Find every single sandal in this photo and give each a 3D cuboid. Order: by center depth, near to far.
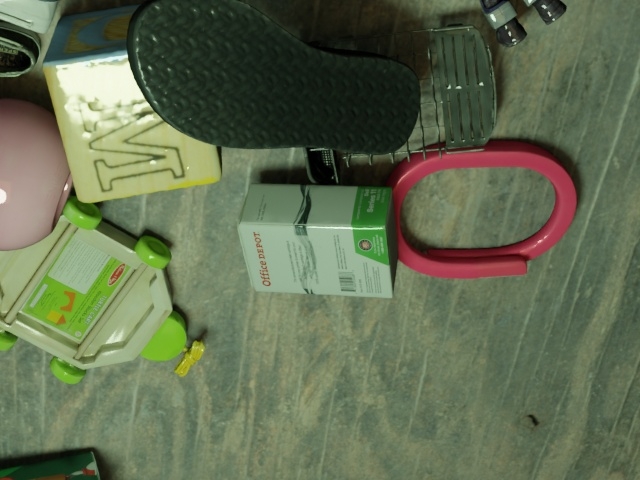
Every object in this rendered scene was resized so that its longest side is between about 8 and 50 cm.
[{"bbox_3d":[-0.064,-0.189,1.465,0.446,0.107,0.167,11,99,-43],"label":"sandal"}]

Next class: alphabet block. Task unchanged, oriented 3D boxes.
[{"bbox_3d":[-0.237,-0.187,1.564,0.193,0.192,0.197,-8,119,1],"label":"alphabet block"}]

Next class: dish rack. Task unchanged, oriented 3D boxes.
[{"bbox_3d":[0.105,-0.190,1.646,0.271,0.074,0.208,-5,121,8],"label":"dish rack"}]

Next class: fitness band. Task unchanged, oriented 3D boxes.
[{"bbox_3d":[0.233,-0.046,1.768,0.291,0.054,0.209,-2,117,-5],"label":"fitness band"}]

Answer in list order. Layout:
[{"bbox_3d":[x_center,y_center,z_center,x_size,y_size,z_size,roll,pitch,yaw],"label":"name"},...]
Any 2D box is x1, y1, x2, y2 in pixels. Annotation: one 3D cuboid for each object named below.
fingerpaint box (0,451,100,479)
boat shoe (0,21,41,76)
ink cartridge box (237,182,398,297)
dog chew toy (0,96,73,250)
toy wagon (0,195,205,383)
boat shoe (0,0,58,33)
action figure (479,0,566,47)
[{"bbox_3d":[-0.518,0.589,1.933,0.371,0.163,0.445,-10,121,-16],"label":"fingerpaint box"},{"bbox_3d":[-0.479,-0.256,1.567,0.219,0.070,0.078,3,119,-7],"label":"boat shoe"},{"bbox_3d":[0.000,0.000,1.701,0.208,0.087,0.153,2,138,10],"label":"ink cartridge box"},{"bbox_3d":[-0.495,-0.115,1.582,0.332,0.206,0.206,20,116,-6],"label":"dog chew toy"},{"bbox_3d":[-0.330,0.094,1.782,0.344,0.068,0.267,30,113,-21],"label":"toy wagon"},{"bbox_3d":[-0.463,-0.322,1.519,0.258,0.095,0.084,13,113,-11],"label":"boat shoe"},{"bbox_3d":[0.196,-0.385,1.550,0.185,0.099,0.285,-31,114,20],"label":"action figure"}]
